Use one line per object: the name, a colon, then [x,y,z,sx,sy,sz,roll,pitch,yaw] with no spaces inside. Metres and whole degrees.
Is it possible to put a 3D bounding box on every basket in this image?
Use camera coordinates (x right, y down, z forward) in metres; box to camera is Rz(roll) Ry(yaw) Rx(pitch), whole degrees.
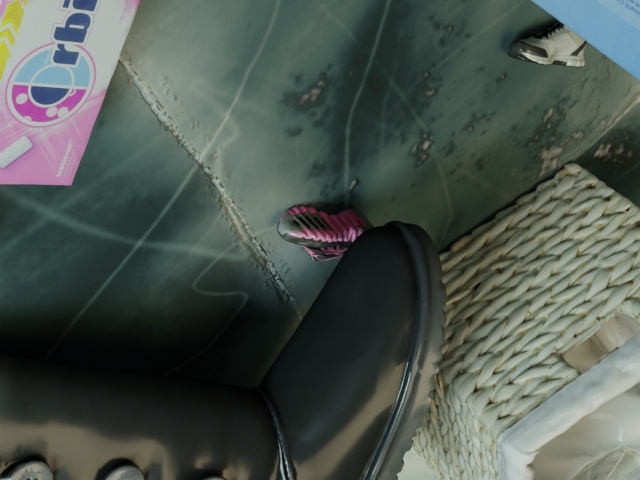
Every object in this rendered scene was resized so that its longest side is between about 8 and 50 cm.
basket: [0.274,0.152,1.502,0.328,0.266,0.331,-34,142,-15]

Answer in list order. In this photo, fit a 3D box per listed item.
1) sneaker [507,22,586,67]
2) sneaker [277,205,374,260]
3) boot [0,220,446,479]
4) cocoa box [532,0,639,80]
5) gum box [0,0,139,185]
sneaker: [0.226,-0.197,1.313,0.109,0.040,0.044,-7,114,-45]
sneaker: [0.000,0.000,1.281,0.119,0.047,0.057,4,134,-44]
boot: [-0.131,0.134,1.173,0.445,0.146,0.367,9,99,-25]
cocoa box: [0.255,-0.294,0.974,0.228,0.347,0.231,-16,136,-33]
gum box: [-0.205,-0.133,0.929,0.107,0.062,0.188,-1,126,-44]
